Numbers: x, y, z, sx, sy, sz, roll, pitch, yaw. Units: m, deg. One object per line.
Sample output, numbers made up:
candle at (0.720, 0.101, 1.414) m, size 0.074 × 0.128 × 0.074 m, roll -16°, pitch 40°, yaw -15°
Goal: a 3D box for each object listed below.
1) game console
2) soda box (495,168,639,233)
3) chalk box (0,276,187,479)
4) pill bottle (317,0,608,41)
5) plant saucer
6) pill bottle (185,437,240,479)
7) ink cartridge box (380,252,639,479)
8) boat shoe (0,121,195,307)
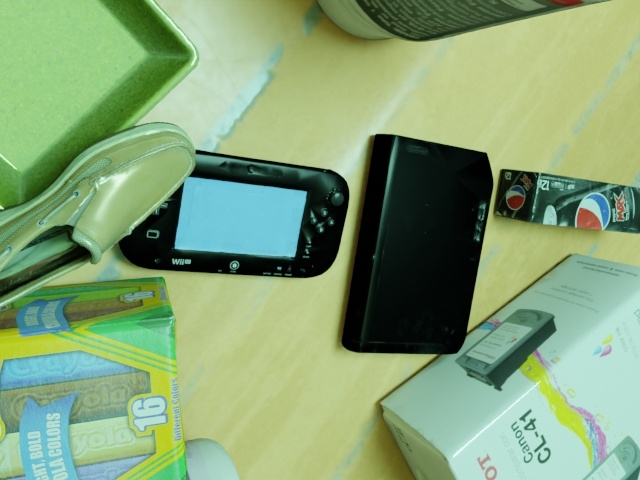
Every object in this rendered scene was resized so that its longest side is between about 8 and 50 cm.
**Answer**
game console at (0.000, 0.000, 0.585) m, size 0.361 × 0.044 × 0.213 m, roll 5°, pitch 97°, yaw -25°
soda box at (0.279, -0.042, 0.697) m, size 0.169 × 0.060 × 0.053 m, roll 4°, pitch 98°, yaw -26°
chalk box at (-0.212, 0.108, 0.449) m, size 0.213 × 0.132 × 0.132 m, roll -4°, pitch 102°, yaw -18°
pill bottle at (0.103, -0.234, 0.457) m, size 0.161 × 0.283 × 0.161 m, roll -4°, pitch 101°, yaw -24°
plant saucer at (-0.218, -0.139, 0.449) m, size 0.188 × 0.045 × 0.188 m, roll -45°, pitch 115°, yaw -4°
pill bottle at (-0.208, 0.259, 0.463) m, size 0.301 × 0.169 × 0.169 m, roll -6°, pitch 102°, yaw -25°
ink cartridge box at (0.252, 0.192, 0.688) m, size 0.306 × 0.131 × 0.226 m, roll -35°, pitch 112°, yaw -17°
boat shoe at (-0.163, -0.011, 0.444) m, size 0.190 × 0.072 × 0.068 m, roll -37°, pitch 135°, yaw -7°
